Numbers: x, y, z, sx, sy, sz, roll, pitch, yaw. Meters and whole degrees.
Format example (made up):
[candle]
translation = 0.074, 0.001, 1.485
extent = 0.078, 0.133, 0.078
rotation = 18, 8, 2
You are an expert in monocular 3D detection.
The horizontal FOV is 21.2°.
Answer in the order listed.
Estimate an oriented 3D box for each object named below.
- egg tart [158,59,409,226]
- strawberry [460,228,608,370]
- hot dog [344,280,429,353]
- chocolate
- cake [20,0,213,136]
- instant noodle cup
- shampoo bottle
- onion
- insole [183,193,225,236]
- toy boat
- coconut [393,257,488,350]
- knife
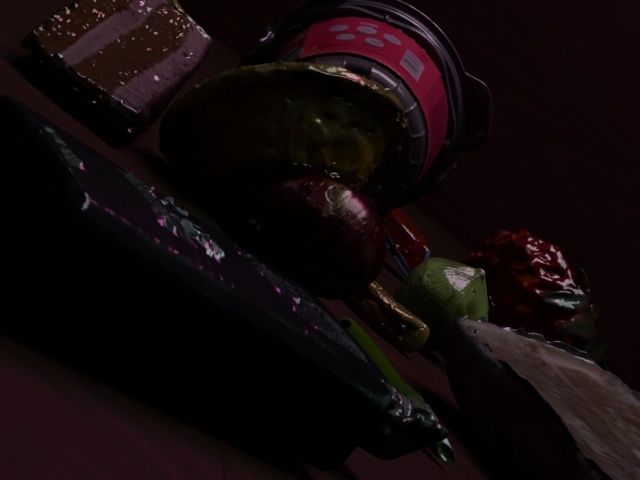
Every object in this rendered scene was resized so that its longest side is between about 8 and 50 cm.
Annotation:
[egg tart]
translation = -0.029, -0.072, 1.392
extent = 0.212, 0.212, 0.090
rotation = 31, 51, -58
[strawberry]
translation = 0.175, 0.090, 1.712
extent = 0.236, 0.111, 0.190
rotation = 4, -59, 61
[hot dog]
translation = 0.053, 0.061, 1.475
extent = 0.090, 0.030, 0.034
rotation = 41, 7, 19
[chocolate]
translation = 0.201, 0.164, 1.304
extent = 0.185, 0.100, 0.303
rotation = 25, 10, -29
[cake]
translation = -0.165, -0.154, 1.411
extent = 0.116, 0.113, 0.295
rotation = 38, 12, -5
[instant noodle cup]
translation = 0.030, -0.129, 1.857
extent = 0.181, 0.302, 0.258
rotation = -66, 149, -70
[shampoo bottle]
translation = -0.046, 0.042, 0.808
extent = 0.098, 0.071, 0.309
rotation = 41, 3, 42
[onion]
translation = 0.000, 0.000, 1.325
extent = 0.107, 0.097, 0.107
rotation = 24, -33, 16
[insole]
translation = -0.087, -0.016, 1.307
extent = 0.045, 0.002, 0.135
rotation = 39, 5, -10
[toy boat]
translation = 0.075, -0.011, 2.041
extent = 0.069, 0.059, 0.173
rotation = 32, 17, -51
[coconut]
translation = 0.115, 0.057, 1.587
extent = 0.088, 0.096, 0.088
rotation = 41, 22, -20
[knife]
translation = 0.049, 0.100, 1.194
extent = 0.184, 0.022, 0.026
rotation = 49, -16, 55
